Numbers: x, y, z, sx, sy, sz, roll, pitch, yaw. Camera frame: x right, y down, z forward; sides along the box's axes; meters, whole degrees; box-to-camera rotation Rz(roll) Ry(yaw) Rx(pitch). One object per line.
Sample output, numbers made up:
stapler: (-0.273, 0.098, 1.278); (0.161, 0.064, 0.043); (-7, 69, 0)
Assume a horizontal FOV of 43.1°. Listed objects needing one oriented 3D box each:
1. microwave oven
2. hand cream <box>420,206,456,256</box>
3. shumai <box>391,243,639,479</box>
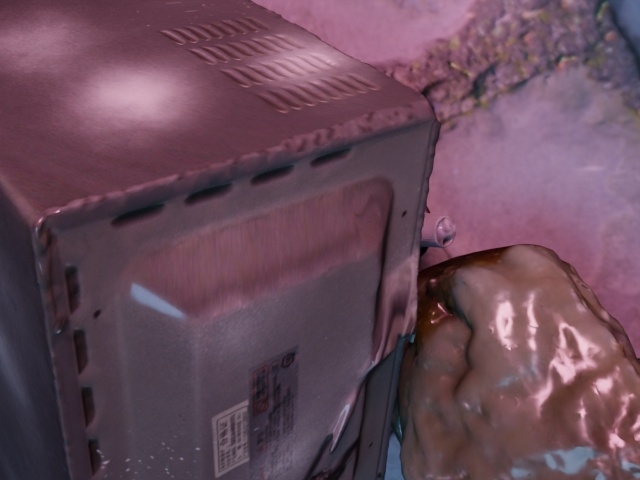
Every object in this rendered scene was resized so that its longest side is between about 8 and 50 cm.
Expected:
microwave oven: (-0.122, 0.068, 0.586); (0.374, 0.236, 0.432); (40, 138, 40)
hand cream: (0.002, -0.002, 0.694); (0.257, 0.050, 0.084); (-9, 116, 41)
shumai: (0.134, 0.143, 0.596); (0.309, 0.304, 0.263); (-34, 92, 43)
